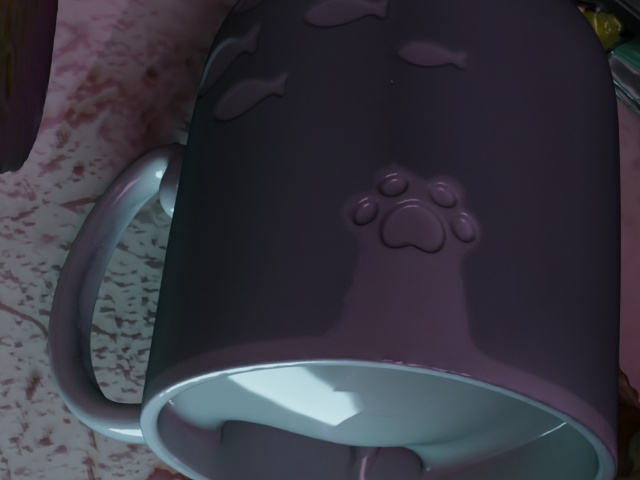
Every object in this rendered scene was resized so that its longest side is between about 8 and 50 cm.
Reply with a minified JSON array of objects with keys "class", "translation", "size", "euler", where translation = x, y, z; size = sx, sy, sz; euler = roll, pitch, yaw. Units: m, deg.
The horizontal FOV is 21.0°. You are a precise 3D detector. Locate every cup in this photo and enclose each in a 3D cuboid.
[{"class":"cup","translation":[0.000,0.000,1.000],"size":[0.356,0.275,0.259],"euler":[-7,151,27]}]

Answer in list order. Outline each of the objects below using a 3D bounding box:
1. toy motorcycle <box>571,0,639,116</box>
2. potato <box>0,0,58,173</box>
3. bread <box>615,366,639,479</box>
[{"class":"toy motorcycle","translation":[0.292,-0.130,1.096],"size":[0.326,0.191,0.200],"euler":[43,85,-5]},{"class":"potato","translation":[-0.288,-0.135,0.927],"size":[0.266,0.229,0.229],"euler":[8,105,-2]},{"class":"bread","translation":[0.192,0.317,1.096],"size":[0.279,0.371,0.390],"euler":[-36,109,3]}]
